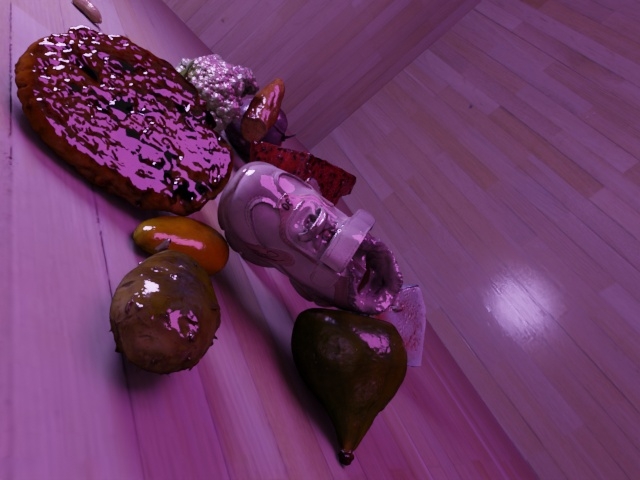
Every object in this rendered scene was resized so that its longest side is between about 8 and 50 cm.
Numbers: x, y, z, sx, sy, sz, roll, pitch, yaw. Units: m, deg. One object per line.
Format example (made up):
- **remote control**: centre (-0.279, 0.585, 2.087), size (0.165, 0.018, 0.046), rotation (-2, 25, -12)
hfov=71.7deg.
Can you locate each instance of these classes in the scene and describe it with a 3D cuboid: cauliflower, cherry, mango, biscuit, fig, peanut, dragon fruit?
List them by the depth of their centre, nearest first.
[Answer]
- **mango**: centre (-0.204, 0.005, 0.676), size (0.187, 0.066, 0.101), rotation (20, 31, -57)
- **biscuit**: centre (-0.294, -0.184, 0.707), size (0.334, 0.081, 0.289), rotation (41, 41, -23)
- **fig**: centre (0.041, 0.239, 0.745), size (0.203, 0.203, 0.235), rotation (32, 61, -59)
- **peanut**: centre (-0.590, -0.588, 1.123), size (0.083, 0.037, 0.037), rotation (50, 10, -28)
- **cauliflower**: centre (-0.321, -0.423, 1.331), size (0.256, 0.239, 0.315), rotation (26, -9, 6)
- **dragon fruit**: centre (-0.016, -0.176, 1.331), size (0.330, 0.240, 0.302), rotation (-3, 79, -34)
- **cherry**: centre (-0.214, -0.379, 1.518), size (0.266, 0.213, 0.184), rotation (28, 49, -1)

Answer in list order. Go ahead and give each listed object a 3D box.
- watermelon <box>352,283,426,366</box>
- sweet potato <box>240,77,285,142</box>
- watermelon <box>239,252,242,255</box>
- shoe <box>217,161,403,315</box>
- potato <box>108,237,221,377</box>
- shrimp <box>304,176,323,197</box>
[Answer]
- **watermelon**: centre (0.220, 0.222, 1.267), size (0.290, 0.213, 0.320), rotation (56, 0, 15)
- **sweet potato**: centre (-0.169, -0.413, 1.376), size (0.097, 0.252, 0.097), rotation (20, -25, 10)
- **watermelon**: centre (-0.154, 0.001, 0.934), size (0.084, 0.072, 0.092), rotation (43, -31, 17)
- **shoe**: centre (0.001, -0.003, 0.760), size (0.198, 0.172, 0.351), rotation (6, -27, 49)
- **potato**: centre (-0.173, 0.069, 0.509), size (0.117, 0.090, 0.225), rotation (39, 8, -23)
- **shrimp**: centre (-0.052, -0.061, 1.042), size (0.109, 0.221, 0.446), rotation (17, -7, 10)
